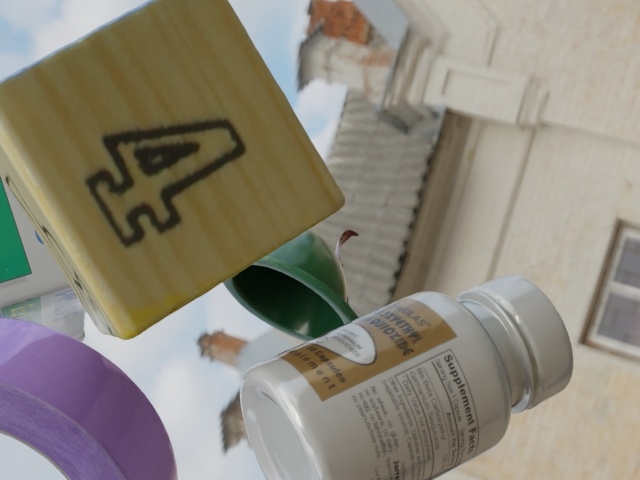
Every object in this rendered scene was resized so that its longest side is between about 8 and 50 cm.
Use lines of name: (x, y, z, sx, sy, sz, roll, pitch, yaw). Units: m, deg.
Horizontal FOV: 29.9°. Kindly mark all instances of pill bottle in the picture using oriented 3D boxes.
pill bottle: (0.068, 0.111, 0.890, 0.229, 0.131, 0.131, -22, -50, -24)

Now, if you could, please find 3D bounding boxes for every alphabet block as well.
alphabet block: (-0.128, -0.057, 0.909, 0.193, 0.192, 0.197, -32, -83, -13)

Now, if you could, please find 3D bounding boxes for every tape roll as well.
tape roll: (-0.261, 0.203, 0.987, 0.090, 0.274, 0.275, -69, -17, -61)

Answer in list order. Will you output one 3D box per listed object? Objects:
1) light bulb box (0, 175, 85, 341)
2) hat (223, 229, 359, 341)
light bulb box: (-0.460, 0.036, 1.334, 0.361, 0.225, 0.358, -18, -10, -16)
hat: (0.000, 0.000, 1.337, 0.173, 0.208, 0.183, 41, -116, -22)
